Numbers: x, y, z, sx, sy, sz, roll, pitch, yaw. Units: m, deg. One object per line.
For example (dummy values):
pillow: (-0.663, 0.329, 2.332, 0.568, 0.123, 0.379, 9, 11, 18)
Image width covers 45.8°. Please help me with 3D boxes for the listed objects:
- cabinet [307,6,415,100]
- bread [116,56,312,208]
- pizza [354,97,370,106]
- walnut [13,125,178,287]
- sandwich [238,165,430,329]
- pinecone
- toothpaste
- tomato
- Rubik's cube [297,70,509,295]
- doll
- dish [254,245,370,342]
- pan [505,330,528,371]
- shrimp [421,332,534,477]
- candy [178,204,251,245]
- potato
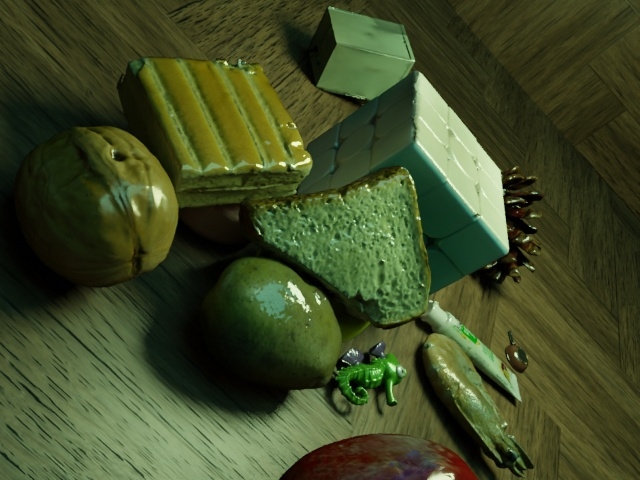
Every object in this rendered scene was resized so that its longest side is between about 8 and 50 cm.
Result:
cabinet: (0.094, -0.448, 1.849, 0.206, 0.150, 0.145, 7, 50, -22)
bread: (-0.161, -0.172, 1.151, 0.239, 0.111, 0.246, -8, 59, -37)
pizza: (0.182, -0.338, 1.971, 0.198, 0.062, 0.188, 55, 35, 4)
walnut: (-0.290, -0.049, 0.980, 0.195, 0.195, 0.221, -1, 51, -52)
sandwich: (0.030, 0.030, 1.171, 0.289, 0.100, 0.254, -13, 106, -23)
pinecone: (0.439, -0.046, 1.850, 0.244, 0.244, 0.309, 0, 68, -51)
toothpaste: (0.323, 0.234, 1.597, 0.314, 0.056, 0.058, 40, 72, -24)
tomato: (0.072, 0.336, 0.954, 0.290, 0.176, 0.335, 22, 17, 29)
Rubik's cube: (0.153, -0.087, 1.444, 0.291, 0.290, 0.291, 45, 31, -24)
doll: (0.088, 0.235, 1.298, 0.190, 0.050, 0.115, -1, 52, -50)
dish: (-0.016, 0.046, 1.270, 0.263, 0.221, 0.108, 21, 1, -27)
pan: (0.457, 0.252, 1.762, 0.068, 0.023, 0.115, 31, 38, -28)
shrimp: (0.304, 0.315, 1.466, 0.317, 0.077, 0.168, 56, 30, 12)
candy: (-0.160, -0.104, 1.278, 0.255, 0.094, 0.255, 32, 37, -28)
potato: (-0.062, 0.133, 1.117, 0.251, 0.174, 0.159, 37, -6, -25)
